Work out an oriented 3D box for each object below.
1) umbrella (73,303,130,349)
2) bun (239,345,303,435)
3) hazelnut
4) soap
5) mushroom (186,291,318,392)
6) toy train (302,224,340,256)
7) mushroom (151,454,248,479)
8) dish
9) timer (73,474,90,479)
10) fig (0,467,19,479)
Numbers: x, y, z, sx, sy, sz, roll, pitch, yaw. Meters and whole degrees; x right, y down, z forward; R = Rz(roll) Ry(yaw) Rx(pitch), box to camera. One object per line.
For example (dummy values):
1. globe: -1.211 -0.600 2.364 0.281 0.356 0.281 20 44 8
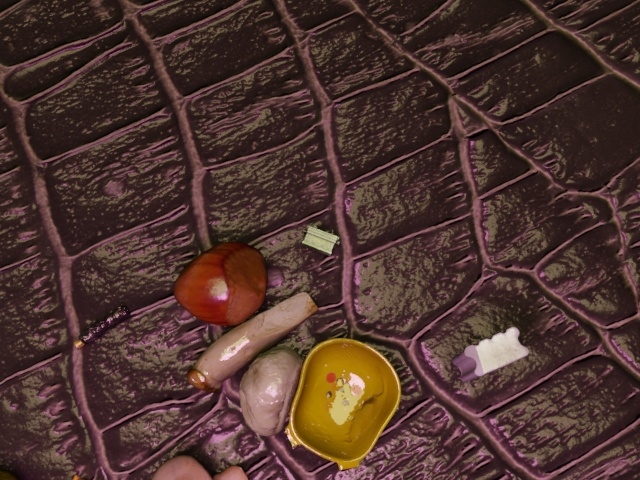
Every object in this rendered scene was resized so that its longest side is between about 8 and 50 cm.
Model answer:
1. umbrella: -0.518 0.204 1.498 0.144 0.037 0.040 -37 89 -11
2. bun: -0.112 0.317 1.365 0.118 0.195 0.195 20 76 4
3. hazelnut: -0.222 0.105 1.451 0.186 0.210 0.210 41 79 -11
4. soap: 0.359 0.249 1.362 0.119 0.198 0.066 -24 73 -4
5. mushroom: -0.155 0.225 1.440 0.333 0.107 0.087 -36 66 -7
6. toy train: 0.000 0.000 1.534 0.093 0.038 0.056 21 83 8
7. mushroom: -0.269 0.549 1.333 0.206 0.209 0.206 5 102 22
8. dish: 0.045 0.351 1.390 0.221 0.108 0.262 25 78 2
9. timer: -0.534 0.587 1.364 0.132 0.132 0.152 2 51 3
10. fig: -0.680 0.588 1.304 0.235 0.203 0.203 22 76 26
